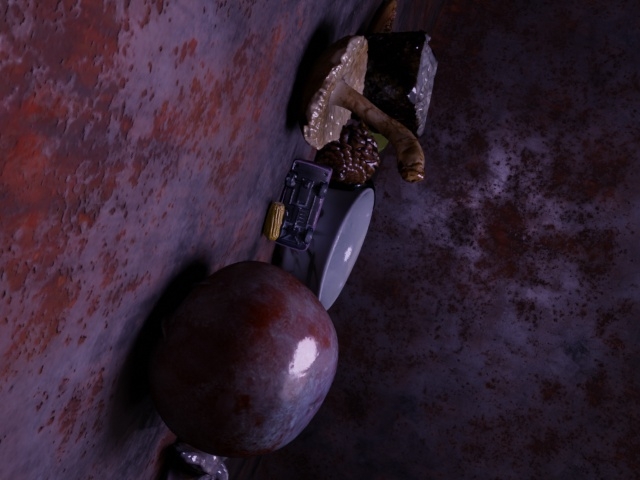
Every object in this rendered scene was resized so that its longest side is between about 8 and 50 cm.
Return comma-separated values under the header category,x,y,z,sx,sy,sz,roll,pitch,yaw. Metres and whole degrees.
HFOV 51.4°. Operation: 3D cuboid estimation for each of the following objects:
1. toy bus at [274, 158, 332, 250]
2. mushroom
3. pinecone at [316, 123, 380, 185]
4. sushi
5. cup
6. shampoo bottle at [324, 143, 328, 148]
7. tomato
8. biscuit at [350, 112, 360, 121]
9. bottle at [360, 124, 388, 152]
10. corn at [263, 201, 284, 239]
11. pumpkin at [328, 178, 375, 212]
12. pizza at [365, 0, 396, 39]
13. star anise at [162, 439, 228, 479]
category,x,y,z,sx,sy,sz,roll,pitch,yaw
toy bus,-0.041,-0.084,1.524,0.108,0.096,0.199,-58,166,-75
mushroom,0.081,-0.232,1.293,0.208,0.302,0.233,-30,-175,41
pinecone,0.079,-0.225,1.716,0.173,0.173,0.174,22,90,-83
sushi,0.187,-0.405,1.688,0.348,0.207,0.234,64,37,-67
cup,0.000,0.000,1.738,0.347,0.163,0.347,21,90,-77
shampoo bottle,0.018,-0.292,1.488,0.087,0.050,0.183,-63,172,-55
tomato,-0.123,0.189,1.072,0.317,0.282,0.317,-51,163,-23
biscuit,0.147,-0.423,1.891,0.194,0.053,0.194,-49,167,-15
bottle,0.176,-0.349,2.240,0.260,0.112,0.112,-59,169,-52
corn,-0.100,-0.042,1.433,0.037,0.037,0.092,-56,168,-58
pumpkin,0.074,-0.125,1.927,0.140,0.202,0.202,-12,142,-24
pizza,0.158,-0.537,1.794,0.185,0.052,0.195,-61,171,-27
star anise,-0.247,0.462,1.488,0.316,0.139,0.360,111,3,-74
